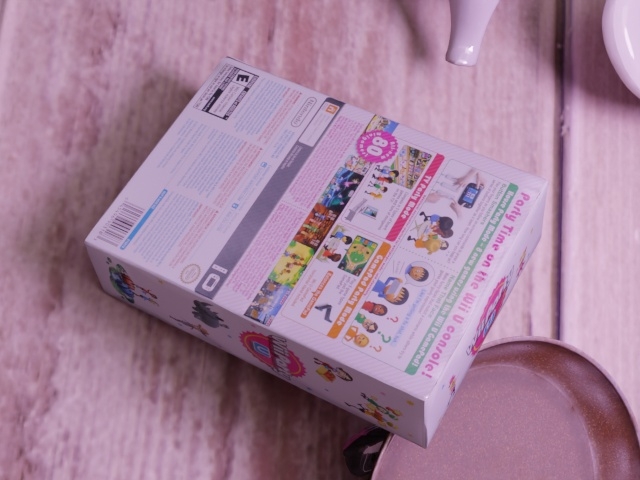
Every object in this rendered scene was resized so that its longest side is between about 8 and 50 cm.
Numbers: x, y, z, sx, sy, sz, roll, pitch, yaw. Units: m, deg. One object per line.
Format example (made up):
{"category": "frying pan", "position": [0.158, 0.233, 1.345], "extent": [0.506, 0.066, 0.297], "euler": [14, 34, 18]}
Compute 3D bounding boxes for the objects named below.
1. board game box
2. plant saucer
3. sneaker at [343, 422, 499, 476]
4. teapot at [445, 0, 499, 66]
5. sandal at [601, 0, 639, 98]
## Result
{"category": "board game box", "position": [0.000, 0.000, 1.040], "extent": [0.303, 0.097, 0.224], "euler": [24, 62, 18]}
{"category": "plant saucer", "position": [0.153, 0.234, 1.094], "extent": [0.310, 0.050, 0.311], "euler": [-2, 94, -30]}
{"category": "sneaker", "position": [0.110, 0.191, 1.124], "extent": [0.178, 0.072, 0.077], "euler": [-9, 87, -22]}
{"category": "teapot", "position": [0.185, -0.334, 1.268], "extent": [0.256, 0.187, 0.252], "euler": [-23, 56, -13]}
{"category": "sandal", "position": [0.417, -0.224, 1.389], "extent": [0.416, 0.102, 0.169], "euler": [-15, 95, -41]}
